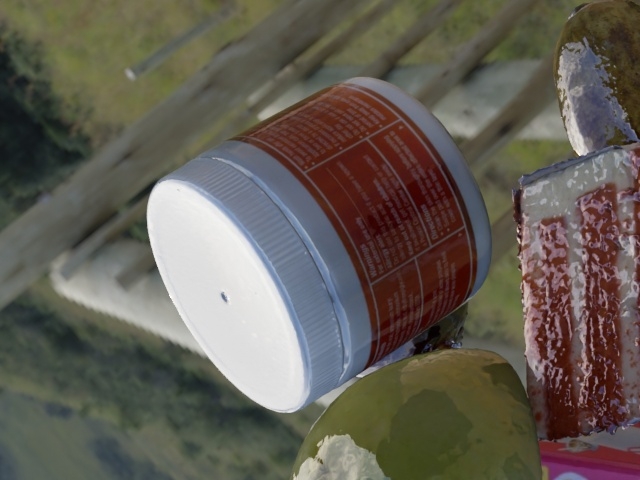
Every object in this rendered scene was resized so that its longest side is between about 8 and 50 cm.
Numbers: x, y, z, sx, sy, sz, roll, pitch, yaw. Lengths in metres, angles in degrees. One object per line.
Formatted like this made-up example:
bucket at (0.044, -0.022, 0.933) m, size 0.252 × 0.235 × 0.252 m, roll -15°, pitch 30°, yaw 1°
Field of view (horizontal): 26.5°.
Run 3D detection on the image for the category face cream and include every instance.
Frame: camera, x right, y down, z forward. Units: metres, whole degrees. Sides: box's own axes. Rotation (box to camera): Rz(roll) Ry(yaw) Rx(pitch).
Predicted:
face cream at (0.000, 0.000, 1.027) m, size 0.201 × 0.187 × 0.201 m, roll 40°, pitch 148°, yaw 32°

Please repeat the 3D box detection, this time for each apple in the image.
apple at (0.094, 0.260, 1.181) m, size 0.258 × 0.233 × 0.295 m, roll -107°, pitch -1°, yaw -54°

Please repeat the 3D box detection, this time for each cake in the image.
cake at (0.269, 0.070, 1.206) m, size 0.158 × 0.262 × 0.159 m, roll -17°, pitch 147°, yaw 33°

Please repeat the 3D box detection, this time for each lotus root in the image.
lotus root at (0.330, -0.135, 1.446) m, size 0.128 × 0.145 × 0.260 m, roll 130°, pitch 130°, yaw -61°

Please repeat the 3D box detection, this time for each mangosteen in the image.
mangosteen at (0.124, 0.114, 1.916) m, size 0.261 × 0.235 × 0.235 m, roll 43°, pitch 162°, yaw 28°

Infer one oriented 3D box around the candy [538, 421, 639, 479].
candy at (0.300, 0.280, 1.488) m, size 0.306 × 0.100 × 0.157 m, roll 5°, pitch 117°, yaw 20°
